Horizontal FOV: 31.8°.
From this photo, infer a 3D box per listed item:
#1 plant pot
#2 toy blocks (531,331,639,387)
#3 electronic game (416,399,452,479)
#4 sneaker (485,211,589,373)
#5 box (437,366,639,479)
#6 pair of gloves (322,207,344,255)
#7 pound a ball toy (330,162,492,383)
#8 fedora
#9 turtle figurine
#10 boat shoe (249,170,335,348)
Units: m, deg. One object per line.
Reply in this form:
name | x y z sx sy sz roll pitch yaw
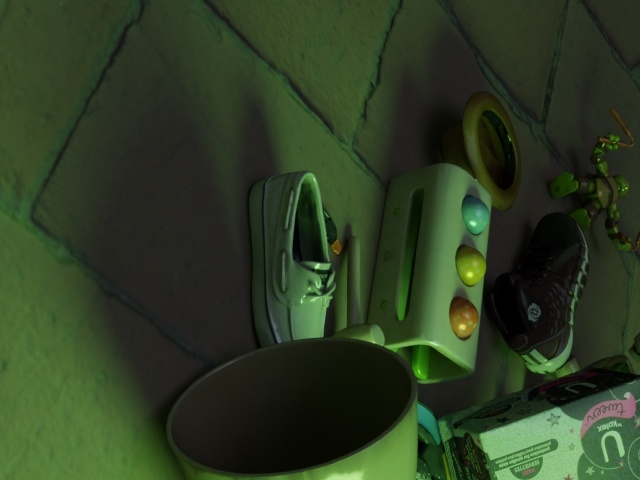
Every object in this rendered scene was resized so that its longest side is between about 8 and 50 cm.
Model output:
plant pot | -0.007 0.282 1.185 0.256 0.256 0.274 -41 128 -49
toy blocks | 0.482 0.313 1.729 0.309 0.288 0.260 -30 96 -54
electronic game | 0.113 0.314 1.453 0.229 0.048 0.229 19 65 -48
sneaker | 0.338 0.055 1.778 0.162 0.106 0.281 33 55 -38
box | 0.306 0.278 1.478 0.247 0.142 0.163 -15 94 -18
pair of gloves | 0.000 0.000 1.440 0.074 0.010 0.083 59 40 -21
pound a ball toy | 0.135 0.044 1.496 0.208 0.135 0.319 38 51 -39
fedora | 0.242 -0.133 1.733 0.194 0.079 0.194 21 65 -54
turtle figurine | 0.500 -0.098 2.043 0.217 0.087 0.270 -16 100 -45
boat shoe | -0.027 0.043 1.332 0.095 0.084 0.258 -2 81 -52
